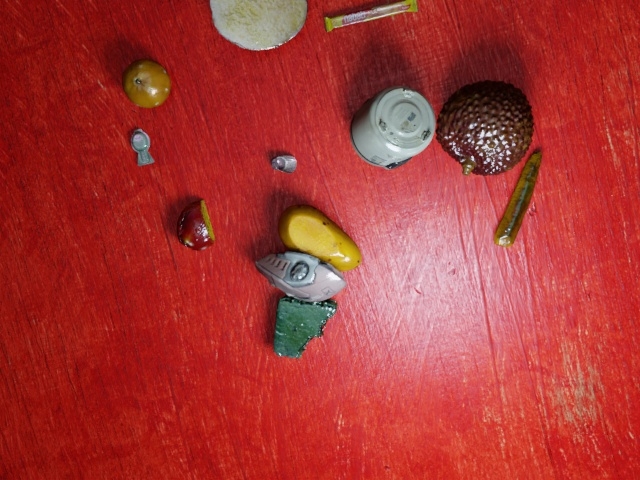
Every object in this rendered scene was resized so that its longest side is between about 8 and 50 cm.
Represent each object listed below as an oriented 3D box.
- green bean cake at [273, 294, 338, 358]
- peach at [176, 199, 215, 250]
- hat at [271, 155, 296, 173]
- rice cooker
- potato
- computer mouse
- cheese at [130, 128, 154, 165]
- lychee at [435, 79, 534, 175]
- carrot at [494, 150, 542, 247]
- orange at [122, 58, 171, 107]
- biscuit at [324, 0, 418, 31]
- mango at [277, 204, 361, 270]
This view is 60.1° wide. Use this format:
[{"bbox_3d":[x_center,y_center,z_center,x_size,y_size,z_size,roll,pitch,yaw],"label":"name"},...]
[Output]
[{"bbox_3d":[-0.050,0.284,1.816,0.194,0.107,0.208,8,98,3],"label":"green bean cake"},{"bbox_3d":[-0.413,-0.049,1.833,0.127,0.092,0.172,11,100,9],"label":"peach"},{"bbox_3d":[-0.123,-0.249,1.807,0.087,0.042,0.058,-2,100,-27],"label":"hat"},{"bbox_3d":[0.212,-0.334,1.654,0.226,0.244,0.225,2,84,-19],"label":"rice cooker"},{"bbox_3d":[-0.189,-0.710,1.726,0.299,0.116,0.239,-14,101,-3],"label":"potato"},{"bbox_3d":[-0.089,0.120,1.722,0.389,0.199,0.114,3,61,40],"label":"computer mouse"},{"bbox_3d":[-0.602,-0.314,1.862,0.067,0.026,0.120,-12,95,9],"label":"cheese"},{"bbox_3d":[0.478,-0.323,1.605,0.276,0.275,0.304,26,78,4],"label":"lychee"},{"bbox_3d":[0.617,-0.129,1.714,0.066,0.066,0.314,20,95,5],"label":"carrot"},{"bbox_3d":[-0.564,-0.507,1.788,0.156,0.124,0.156,1,94,10],"label":"orange"},{"bbox_3d":[0.155,-0.705,1.726,0.292,0.026,0.048,-10,114,8],"label":"biscuit"},{"bbox_3d":[0.000,0.000,1.734,0.290,0.191,0.159,33,91,7],"label":"mango"}]
